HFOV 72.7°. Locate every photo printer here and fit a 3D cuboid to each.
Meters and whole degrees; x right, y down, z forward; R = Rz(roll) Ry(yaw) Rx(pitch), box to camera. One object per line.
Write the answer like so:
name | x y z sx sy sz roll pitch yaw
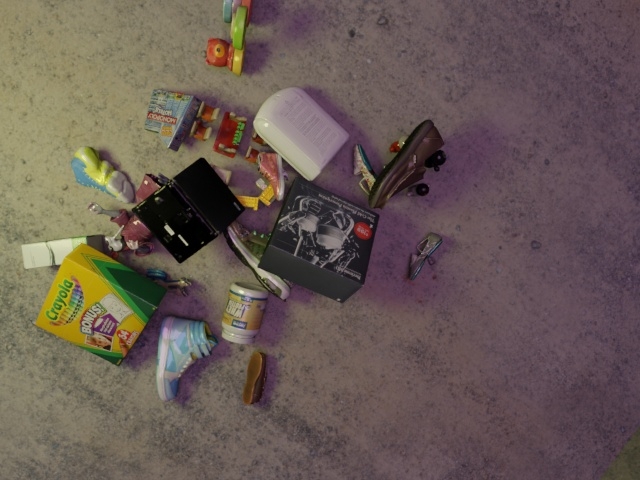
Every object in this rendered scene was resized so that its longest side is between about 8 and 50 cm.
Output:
photo printer | -0.073 -0.395 1.557 0.307 0.107 0.256 42 54 -9

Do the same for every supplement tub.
supplement tub | -0.282 0.266 1.610 0.144 0.144 0.199 14 92 -9

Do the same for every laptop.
laptop | -0.431 -0.102 1.452 0.264 0.136 0.234 -36 106 7

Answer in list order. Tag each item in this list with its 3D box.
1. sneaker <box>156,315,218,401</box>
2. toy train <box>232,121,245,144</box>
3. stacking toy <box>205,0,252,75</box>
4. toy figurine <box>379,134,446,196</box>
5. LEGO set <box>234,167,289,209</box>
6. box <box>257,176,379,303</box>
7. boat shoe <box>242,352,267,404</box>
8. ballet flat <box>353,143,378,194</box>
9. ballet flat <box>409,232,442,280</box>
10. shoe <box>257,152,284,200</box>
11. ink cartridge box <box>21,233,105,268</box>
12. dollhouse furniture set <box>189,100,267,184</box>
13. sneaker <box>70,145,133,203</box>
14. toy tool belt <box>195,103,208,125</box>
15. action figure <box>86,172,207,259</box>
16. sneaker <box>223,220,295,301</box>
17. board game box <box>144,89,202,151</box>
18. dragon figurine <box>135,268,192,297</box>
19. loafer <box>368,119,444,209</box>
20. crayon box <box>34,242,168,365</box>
sneaker | -0.486 0.441 1.607 0.208 0.127 0.319 4 95 -7
toy train | -0.281 -0.369 1.504 0.024 0.017 0.083 17 87 -33
stacking toy | -0.309 -0.749 1.461 0.130 0.279 0.309 8 89 -10
toy figurine | 0.345 -0.276 1.652 0.213 0.148 0.209 25 91 -10
LEGO set | -0.241 -0.162 1.599 0.287 0.107 0.132 -29 84 -9
box | 0.000 0.000 1.541 0.343 0.179 0.312 23 56 -10
boat shoe | -0.243 0.529 1.681 0.073 0.073 0.207 10 98 -46
ballet flat | 0.173 -0.251 1.668 0.077 0.091 0.241 -28 94 20
ballet flat | 0.402 0.061 1.738 0.068 0.072 0.213 37 88 18
shoe | -0.176 -0.224 1.521 0.081 0.063 0.178 -1 75 -21
ink cartridge box | -0.882 0.036 1.504 0.208 0.153 0.087 -8 95 -8
dollhouse furniture set | -0.343 -0.329 1.564 0.262 0.135 0.259 20 86 -22
sneaker | -0.779 -0.216 1.545 0.126 0.091 0.240 -25 113 27
toy tool belt | -0.430 -0.459 1.584 0.083 0.052 0.051 -44 71 -3
action figure | -0.622 -0.071 1.546 0.370 0.276 0.248 -40 76 16
sneaker | -0.212 0.027 1.620 0.182 0.158 0.410 -42 104 -18
board game box | -0.534 -0.421 1.526 0.194 0.060 0.194 15 91 16
dragon figurine | -0.618 0.151 1.583 0.289 0.144 0.085 14 95 10
loafer | 0.307 -0.244 1.519 0.130 0.134 0.366 37 95 -8
crayon box | -0.743 0.228 1.472 0.313 0.106 0.363 32 120 -14
